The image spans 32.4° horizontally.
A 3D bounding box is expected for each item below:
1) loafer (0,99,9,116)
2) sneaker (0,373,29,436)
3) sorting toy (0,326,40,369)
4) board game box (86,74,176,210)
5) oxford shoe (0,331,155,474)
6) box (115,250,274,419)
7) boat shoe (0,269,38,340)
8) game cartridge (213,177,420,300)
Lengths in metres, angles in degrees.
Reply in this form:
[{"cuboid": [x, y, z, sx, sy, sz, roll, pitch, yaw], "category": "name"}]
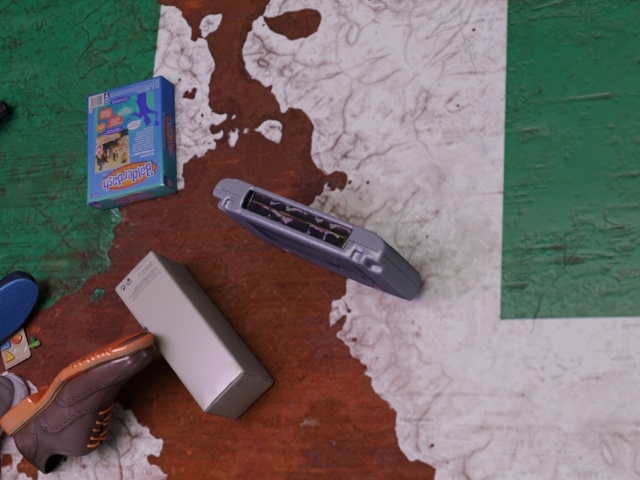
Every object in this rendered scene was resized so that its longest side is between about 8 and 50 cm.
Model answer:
[{"cuboid": [-0.676, -0.183, 2.098, 0.223, 0.076, 0.078, -37, 99, 3], "category": "loafer"}, {"cuboid": [-0.600, 0.343, 1.867, 0.099, 0.121, 0.263, 14, 81, 29], "category": "sneaker"}, {"cuboid": [-0.531, 0.184, 1.945, 0.083, 0.012, 0.062, -29, 64, 15], "category": "sorting toy"}, {"cuboid": [-0.334, -0.170, 1.940, 0.160, 0.047, 0.210, -11, 70, 21], "category": "board game box"}, {"cuboid": [-0.365, 0.260, 1.763, 0.363, 0.130, 0.133, -36, 84, 36], "category": "oxford shoe"}, {"cuboid": [-0.201, 0.149, 1.746, 0.094, 0.113, 0.275, -45, 60, 7], "category": "box"}, {"cuboid": [-0.604, 0.139, 1.941, 0.258, 0.109, 0.089, -42, 41, 8], "category": "boat shoe"}, {"cuboid": [0.000, 0.000, 1.645, 0.297, 0.198, 0.062, 22, 85, 28], "category": "game cartridge"}]
